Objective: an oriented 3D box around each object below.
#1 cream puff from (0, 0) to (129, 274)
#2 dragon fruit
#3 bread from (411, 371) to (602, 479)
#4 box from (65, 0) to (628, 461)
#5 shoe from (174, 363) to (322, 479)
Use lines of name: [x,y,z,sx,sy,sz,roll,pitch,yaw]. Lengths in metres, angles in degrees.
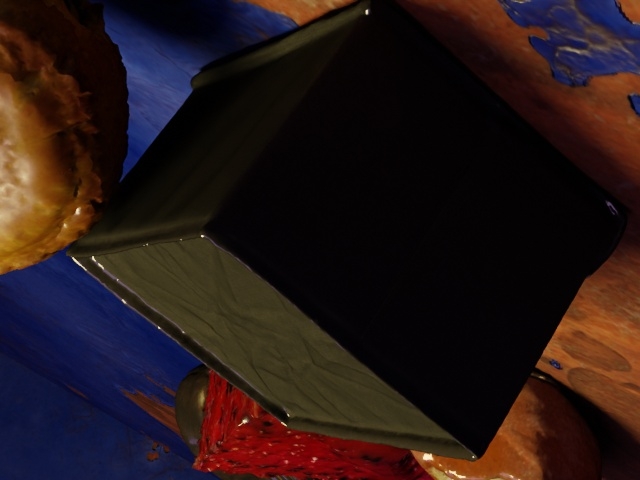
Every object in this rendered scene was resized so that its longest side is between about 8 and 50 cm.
cream puff: [-0.289,-0.116,1.062,0.303,0.212,0.303,3,127,4]
dragon fruit: [-0.002,0.193,1.532,0.330,0.240,0.302,31,-152,-27]
bread: [0.197,0.223,1.408,0.190,0.123,0.244,5,154,33]
box: [0.001,-0.001,1.036,0.251,0.204,0.345,40,162,-17]
shoe: [-0.032,0.307,1.956,0.384,0.171,0.237,41,154,-18]
